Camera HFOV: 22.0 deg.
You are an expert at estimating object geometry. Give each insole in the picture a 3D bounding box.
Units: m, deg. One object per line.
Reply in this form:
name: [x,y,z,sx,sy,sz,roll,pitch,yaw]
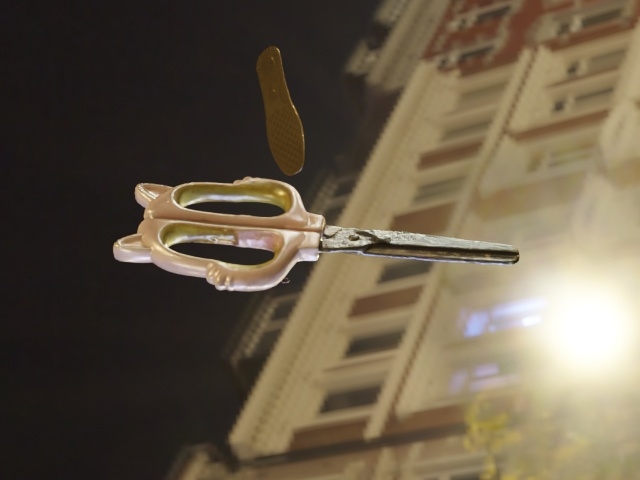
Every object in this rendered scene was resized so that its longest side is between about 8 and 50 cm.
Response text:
insole: [-0.037,-0.119,1.511,0.002,0.045,0.135,13,-125,-45]

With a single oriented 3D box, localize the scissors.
scissors: [0.000,0.000,1.316,0.160,0.317,0.024,-79,-7,-57]
